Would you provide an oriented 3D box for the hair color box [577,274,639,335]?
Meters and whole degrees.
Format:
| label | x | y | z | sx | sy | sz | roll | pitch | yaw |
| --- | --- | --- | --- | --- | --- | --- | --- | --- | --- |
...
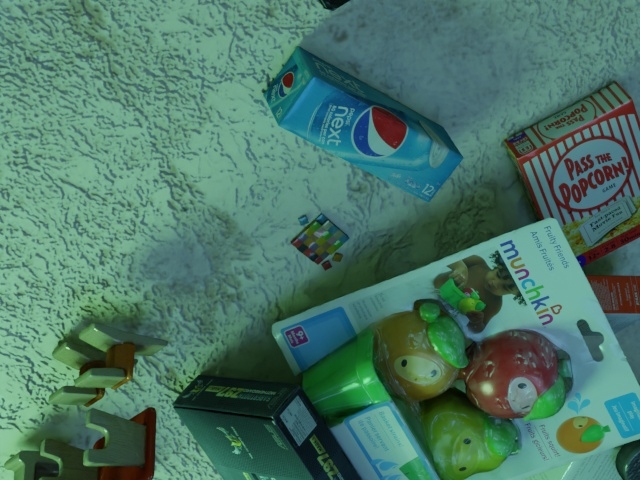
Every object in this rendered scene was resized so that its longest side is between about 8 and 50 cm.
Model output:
| label | x | y | z | sx | sy | sz | roll | pitch | yaw |
| --- | --- | --- | --- | --- | --- | --- | --- | --- | --- |
| hair color box | 0.296 | 0.078 | 1.765 | 0.167 | 0.053 | 0.093 | 0 | 160 | -21 |

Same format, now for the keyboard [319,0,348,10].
| label | x | y | z | sx | sy | sz | roll | pitch | yaw |
| --- | --- | --- | --- | --- | --- | --- | --- | --- | --- |
| keyboard | 0.058 | -0.313 | 1.458 | 0.180 | 0.023 | 0.108 | -32 | 134 | 4 |

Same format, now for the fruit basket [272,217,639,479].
| label | x | y | z | sx | sy | sz | roll | pitch | yaw |
| --- | --- | --- | --- | --- | --- | --- | --- | --- | --- |
| fruit basket | 0.167 | 0.168 | 1.677 | 0.353 | 0.165 | 0.327 | -19 | 118 | 21 |

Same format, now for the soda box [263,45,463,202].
| label | x | y | z | sx | sy | sz | roll | pitch | yaw |
| --- | --- | --- | --- | --- | --- | --- | --- | --- | --- |
| soda box | 0.047 | -0.121 | 1.555 | 0.210 | 0.071 | 0.067 | 25 | 113 | -31 |

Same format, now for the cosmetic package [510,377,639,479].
| label | x | y | z | sx | sy | sz | roll | pitch | yaw |
| --- | --- | --- | --- | --- | --- | --- | --- | --- | --- |
| cosmetic package | 0.347 | 0.275 | 1.880 | 0.183 | 0.151 | 0.151 | 12 | 119 | -25 |

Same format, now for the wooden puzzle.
| label | x | y | z | sx | sy | sz | roll | pitch | yaw |
| --- | --- | --- | --- | --- | --- | --- | --- | --- | --- |
| wooden puzzle | 0.000 | 0.000 | 1.663 | 0.049 | 0.006 | 0.083 | -42 | 126 | 12 |

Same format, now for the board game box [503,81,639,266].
| label | x | y | z | sx | sy | sz | roll | pitch | yaw |
| --- | --- | --- | --- | --- | --- | --- | --- | --- | --- |
| board game box | 0.310 | -0.068 | 1.697 | 0.147 | 0.045 | 0.193 | -28 | 128 | 2 |

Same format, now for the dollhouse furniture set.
| label | x | y | z | sx | sy | sz | roll | pitch | yaw |
| --- | --- | --- | --- | --- | --- | --- | --- | --- | --- |
| dollhouse furniture set | -0.243 | 0.257 | 1.624 | 0.135 | 0.262 | 0.259 | 15 | 151 | -29 |

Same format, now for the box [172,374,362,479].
| label | x | y | z | sx | sy | sz | roll | pitch | yaw |
| --- | --- | --- | --- | --- | --- | --- | --- | --- | --- |
| box | -0.045 | 0.261 | 1.697 | 0.059 | 0.183 | 0.233 | -47 | 120 | -32 |

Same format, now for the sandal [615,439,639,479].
| label | x | y | z | sx | sy | sz | roll | pitch | yaw |
| --- | --- | --- | --- | --- | --- | --- | --- | --- | --- |
| sandal | 0.433 | 0.328 | 1.826 | 0.097 | 0.054 | 0.254 | -29 | 119 | -7 |
